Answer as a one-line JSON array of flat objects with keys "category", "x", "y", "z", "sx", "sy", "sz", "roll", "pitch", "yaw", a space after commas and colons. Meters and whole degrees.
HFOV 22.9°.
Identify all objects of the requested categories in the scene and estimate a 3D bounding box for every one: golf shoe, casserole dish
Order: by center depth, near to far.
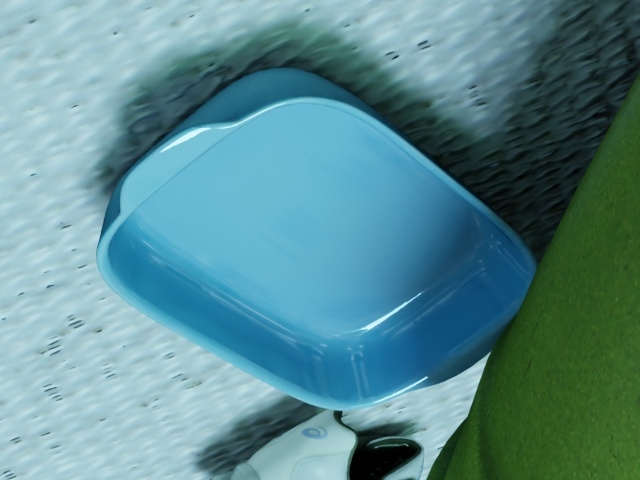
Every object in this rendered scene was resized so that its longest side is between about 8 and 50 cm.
[{"category": "casserole dish", "x": 0.000, "y": 0.000, "z": 0.582, "sx": 0.114, "sy": 0.037, "sz": 0.188, "roll": -37, "pitch": 136, "yaw": 19}, {"category": "golf shoe", "x": 0.027, "y": 0.132, "z": 0.715, "sx": 0.086, "sy": 0.069, "sz": 0.176, "roll": -45, "pitch": 140, "yaw": 6}]

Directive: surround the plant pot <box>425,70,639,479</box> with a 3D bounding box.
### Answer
[{"category": "plant pot", "x": 0.239, "y": 0.003, "z": 0.476, "sx": 0.366, "sy": 0.366, "sz": 0.353, "roll": -1, "pitch": 124, "yaw": -19}]
